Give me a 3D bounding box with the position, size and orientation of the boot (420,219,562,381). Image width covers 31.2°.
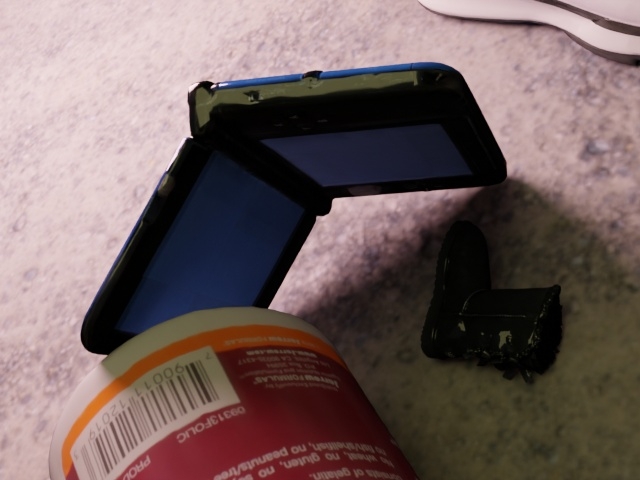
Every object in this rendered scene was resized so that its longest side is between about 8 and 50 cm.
[{"bbox_3d":[0.133,0.042,0.856,0.099,0.045,0.121,1,65,38],"label":"boot"}]

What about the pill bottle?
[{"bbox_3d":[-0.009,0.239,0.676,0.224,0.224,0.392,-38,44,4],"label":"pill bottle"}]

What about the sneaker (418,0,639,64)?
[{"bbox_3d":[0.200,-0.289,0.910,0.447,0.257,0.169,14,67,41],"label":"sneaker"}]

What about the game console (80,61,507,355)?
[{"bbox_3d":[0.000,0.000,0.833,0.250,0.293,0.173,-3,81,15],"label":"game console"}]
